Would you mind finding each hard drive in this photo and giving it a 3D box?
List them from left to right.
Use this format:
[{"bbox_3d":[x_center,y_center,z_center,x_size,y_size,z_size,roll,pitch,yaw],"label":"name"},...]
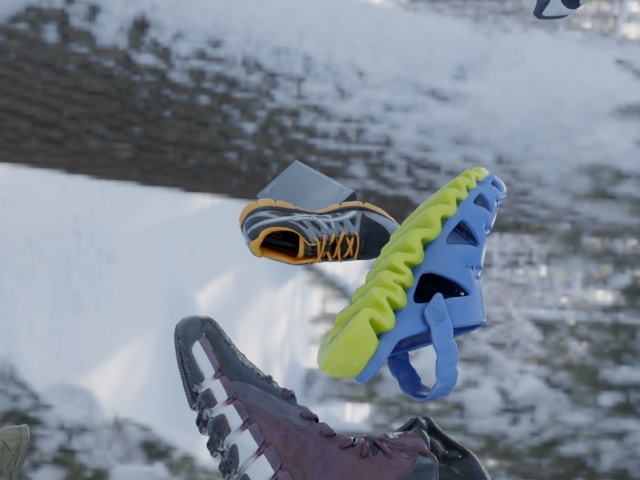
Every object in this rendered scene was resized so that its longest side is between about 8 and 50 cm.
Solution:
[{"bbox_3d":[-0.022,-0.069,2.224,0.094,0.135,0.022,-43,139,-21],"label":"hard drive"}]

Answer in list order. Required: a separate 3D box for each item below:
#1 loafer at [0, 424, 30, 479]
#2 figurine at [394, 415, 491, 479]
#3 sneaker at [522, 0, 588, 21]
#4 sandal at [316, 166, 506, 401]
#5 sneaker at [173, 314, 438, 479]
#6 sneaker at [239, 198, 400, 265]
[{"bbox_3d":[-0.415,0.299,1.815,0.056,0.050,0.148,-120,-133,-65],"label":"loafer"},{"bbox_3d":[0.168,0.324,1.522,0.092,0.209,0.214,-36,136,-29],"label":"figurine"},{"bbox_3d":[0.265,-0.379,1.587,0.094,0.153,0.235,-20,87,-47],"label":"sneaker"},{"bbox_3d":[0.123,0.054,1.515,0.317,0.138,0.126,-55,-174,-29],"label":"sandal"},{"bbox_3d":[0.000,0.165,1.168,0.281,0.163,0.106,62,-17,6],"label":"sneaker"},{"bbox_3d":[0.000,0.000,1.831,0.083,0.215,0.084,-92,-176,-60],"label":"sneaker"}]
